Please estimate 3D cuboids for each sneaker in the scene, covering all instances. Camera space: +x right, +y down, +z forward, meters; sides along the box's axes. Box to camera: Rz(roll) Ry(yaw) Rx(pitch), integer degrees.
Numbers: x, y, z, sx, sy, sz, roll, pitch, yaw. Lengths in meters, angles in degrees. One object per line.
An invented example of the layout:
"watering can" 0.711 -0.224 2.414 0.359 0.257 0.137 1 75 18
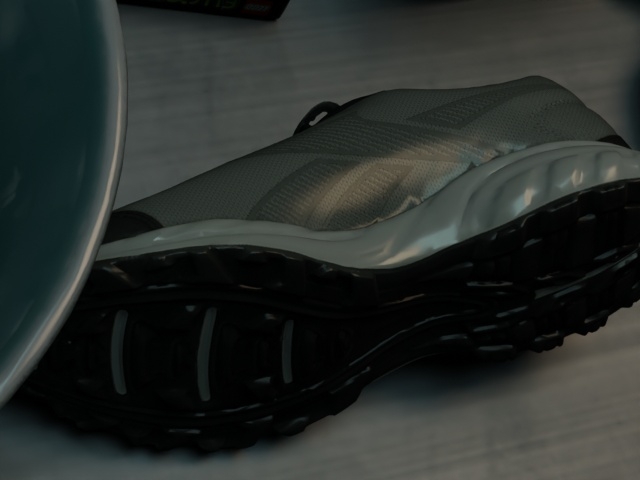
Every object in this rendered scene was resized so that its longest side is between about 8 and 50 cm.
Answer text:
"sneaker" 0.000 0.000 0.679 0.271 0.100 0.108 -12 46 -22

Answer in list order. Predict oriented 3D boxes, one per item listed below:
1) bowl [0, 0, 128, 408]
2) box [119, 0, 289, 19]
"bowl" -0.227 -0.022 0.527 0.311 0.163 0.311 9 63 -17
"box" -0.113 -0.158 0.736 0.207 0.036 0.114 5 64 -18
